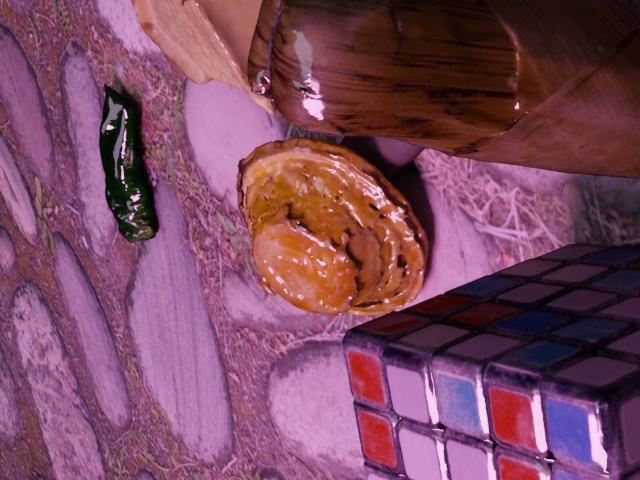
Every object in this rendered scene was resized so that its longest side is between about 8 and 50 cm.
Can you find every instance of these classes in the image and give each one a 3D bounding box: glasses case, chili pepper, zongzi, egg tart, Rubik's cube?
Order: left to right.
[{"bbox_3d":[-0.278,-0.108,1.804,0.098,0.061,0.224,24,128,56],"label":"chili pepper"},{"bbox_3d":[0.000,0.000,1.370,0.241,0.106,0.241,22,141,19],"label":"egg tart"},{"bbox_3d":[0.059,-0.097,1.348,0.190,0.042,0.072,-45,61,54],"label":"glasses case"},{"bbox_3d":[0.153,-0.104,0.965,0.360,0.323,0.160,40,128,32],"label":"zongzi"},{"bbox_3d":[0.228,0.179,1.021,0.292,0.287,0.293,10,114,52],"label":"Rubik's cube"}]

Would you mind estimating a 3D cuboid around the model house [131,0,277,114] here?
[{"bbox_3d":[-0.089,-0.322,1.253,0.321,0.261,0.266,58,163,-23],"label":"model house"}]
